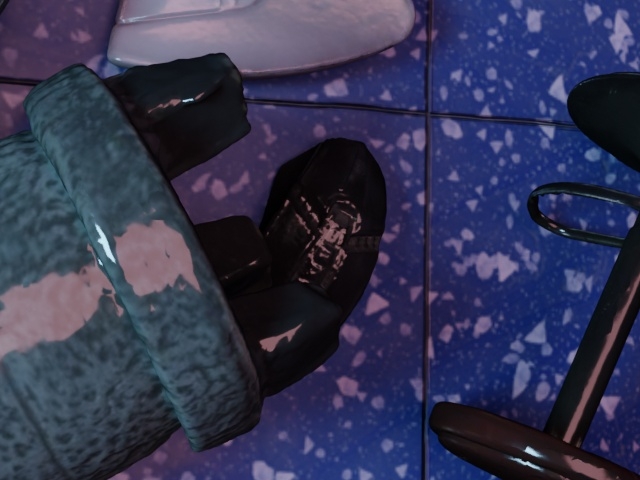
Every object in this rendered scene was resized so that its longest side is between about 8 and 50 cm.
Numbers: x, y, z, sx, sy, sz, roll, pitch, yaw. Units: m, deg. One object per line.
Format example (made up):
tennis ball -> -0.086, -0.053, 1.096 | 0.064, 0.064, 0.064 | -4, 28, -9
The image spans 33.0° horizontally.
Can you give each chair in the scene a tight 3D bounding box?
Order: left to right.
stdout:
chair -> 0.243, 0.086, 0.912 | 0.226, 0.226, 0.401 | 28, 79, -18

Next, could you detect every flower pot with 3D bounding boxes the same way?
flower pot -> -0.162, 0.017, 0.735 | 0.282, 0.299, 0.299 | -25, 97, -12

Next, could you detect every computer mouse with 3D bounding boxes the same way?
computer mouse -> 0.000, 0.000, 0.903 | 0.105, 0.062, 0.192 | 29, 77, -18

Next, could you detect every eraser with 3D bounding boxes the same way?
eraser -> -0.039, -0.209, 0.895 | 0.243, 0.059, 0.204 | 15, 82, -17

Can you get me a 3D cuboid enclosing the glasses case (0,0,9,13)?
glasses case -> -0.319, -0.099, 0.722 | 0.083, 0.128, 0.308 | 42, 84, -33
